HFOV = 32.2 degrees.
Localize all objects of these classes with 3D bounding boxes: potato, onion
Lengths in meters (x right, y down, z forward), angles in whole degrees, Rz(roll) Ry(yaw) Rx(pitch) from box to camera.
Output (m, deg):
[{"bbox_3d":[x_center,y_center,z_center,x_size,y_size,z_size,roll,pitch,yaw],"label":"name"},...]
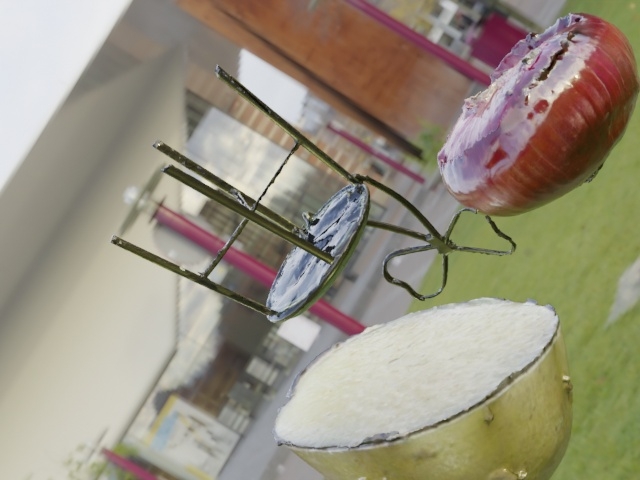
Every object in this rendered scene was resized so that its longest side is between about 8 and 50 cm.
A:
[{"bbox_3d":[0.075,0.123,0.704,0.202,0.117,0.182,-12,20,47],"label":"potato"},{"bbox_3d":[0.229,-0.125,1.146,0.248,0.161,0.248,-60,-6,-10],"label":"onion"}]

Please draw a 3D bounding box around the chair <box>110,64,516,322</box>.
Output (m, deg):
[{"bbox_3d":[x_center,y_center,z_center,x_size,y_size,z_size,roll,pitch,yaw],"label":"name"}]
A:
[{"bbox_3d":[0.000,0.000,0.984,0.160,0.326,0.170,-40,23,46],"label":"chair"}]
